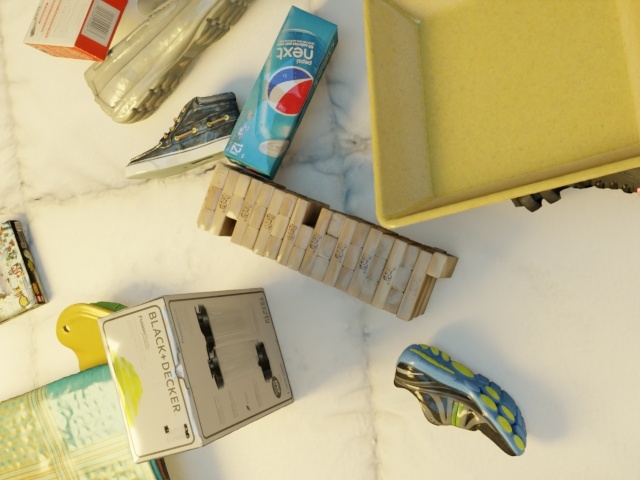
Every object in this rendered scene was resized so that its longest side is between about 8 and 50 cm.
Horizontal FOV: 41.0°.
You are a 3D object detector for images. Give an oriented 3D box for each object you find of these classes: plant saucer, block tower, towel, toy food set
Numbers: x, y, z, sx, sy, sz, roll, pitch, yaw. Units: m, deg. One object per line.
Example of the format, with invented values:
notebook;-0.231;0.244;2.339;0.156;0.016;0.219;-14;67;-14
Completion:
plant saucer;0.215;-0.192;0.964;0.333;0.081;0.332;-14;68;32
block tower;0.000;0.000;1.100;0.336;0.091;0.097;22;96;17
towel;-0.372;0.341;1.212;0.370;0.040;0.271;-21;88;23
toy food set;-0.262;0.146;1.199;0.218;0.071;0.128;17;118;19

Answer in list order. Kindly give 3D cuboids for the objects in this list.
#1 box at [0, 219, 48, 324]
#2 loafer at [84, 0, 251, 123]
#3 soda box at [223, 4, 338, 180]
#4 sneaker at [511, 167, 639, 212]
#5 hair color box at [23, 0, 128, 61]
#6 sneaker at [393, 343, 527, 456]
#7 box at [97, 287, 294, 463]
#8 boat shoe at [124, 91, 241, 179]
box;-0.473;0.049;1.281;0.094;0.027;0.137;-24;82;17
loafer;-0.199;-0.297;1.157;0.319;0.112;0.111;-43;86;13
soda box;-0.049;-0.188;1.105;0.067;0.071;0.210;24;87;2
sneaker;0.311;-0.074;0.999;0.296;0.104;0.146;36;101;22
hair color box;-0.342;-0.303;1.188;0.167;0.053;0.093;18;86;46
sneaker;0.173;0.204;1.064;0.188;0.067;0.078;34;120;13
box;-0.138;0.150;1.037;0.087;0.290;0.169;-18;85;16
boat shoe;-0.190;-0.142;1.179;0.183;0.065;0.083;-16;84;9
